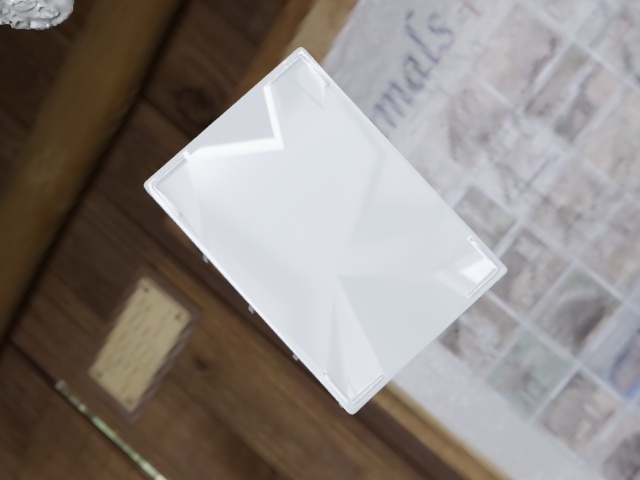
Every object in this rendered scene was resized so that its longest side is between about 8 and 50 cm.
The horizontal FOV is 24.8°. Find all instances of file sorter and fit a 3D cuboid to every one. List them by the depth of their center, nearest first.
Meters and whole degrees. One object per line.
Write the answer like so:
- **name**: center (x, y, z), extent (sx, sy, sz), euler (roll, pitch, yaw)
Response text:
- **file sorter**: center (0.000, 0.000, 1.384), extent (0.193, 0.278, 0.173), euler (-42, -4, -8)

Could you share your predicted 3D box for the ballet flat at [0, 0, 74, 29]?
- **ballet flat**: center (-0.489, -0.367, 1.736), extent (0.147, 0.409, 0.147), euler (-47, 12, 13)
